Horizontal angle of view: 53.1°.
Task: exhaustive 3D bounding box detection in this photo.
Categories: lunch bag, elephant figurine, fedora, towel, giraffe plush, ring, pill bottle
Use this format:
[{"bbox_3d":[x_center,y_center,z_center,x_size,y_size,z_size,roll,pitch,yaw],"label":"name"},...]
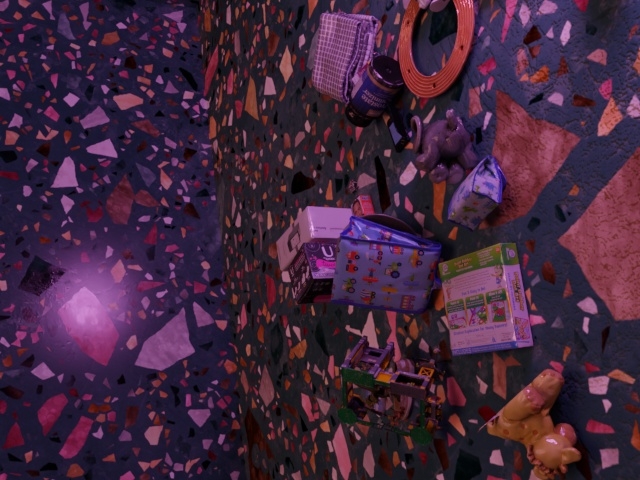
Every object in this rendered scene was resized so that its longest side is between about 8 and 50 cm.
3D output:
[{"bbox_3d":[0.194,0.085,1.769,0.138,0.293,0.221,-57,-22,-58],"label":"lunch bag"},{"bbox_3d":[0.298,-0.257,1.681,0.186,0.169,0.239,-47,25,16],"label":"elephant figurine"},{"bbox_3d":[0.382,-0.118,1.565,0.129,0.096,0.151,123,167,-48],"label":"lunch bag"},{"bbox_3d":[0.170,0.019,1.909,0.124,0.243,0.276,-77,-3,-61],"label":"fedora"},{"bbox_3d":[0.075,-0.615,2.140,0.235,0.121,0.284,42,127,55],"label":"towel"},{"bbox_3d":[0.465,0.401,1.346,0.170,0.210,0.181,48,170,21],"label":"giraffe plush"},{"bbox_3d":[0.317,-0.559,1.753,0.336,0.032,0.337,1,91,63],"label":"ring"},{"bbox_3d":[0.162,-0.450,1.966,0.219,0.122,0.123,-52,45,52],"label":"pill bottle"}]

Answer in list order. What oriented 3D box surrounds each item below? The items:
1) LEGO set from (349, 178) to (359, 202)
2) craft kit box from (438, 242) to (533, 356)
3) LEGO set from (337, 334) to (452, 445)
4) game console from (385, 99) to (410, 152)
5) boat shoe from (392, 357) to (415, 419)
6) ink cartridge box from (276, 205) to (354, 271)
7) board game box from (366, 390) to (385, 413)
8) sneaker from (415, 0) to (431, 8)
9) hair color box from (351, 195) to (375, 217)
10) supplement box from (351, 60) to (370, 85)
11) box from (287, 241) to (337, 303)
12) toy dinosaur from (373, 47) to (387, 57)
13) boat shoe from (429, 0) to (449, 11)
[{"bbox_3d":[0.111,-0.169,2.186,0.054,0.023,0.083,-52,46,52],"label":"LEGO set"},{"bbox_3d":[0.399,0.152,1.580,0.250,0.061,0.247,-27,69,61],"label":"craft kit box"},{"bbox_3d":[0.209,0.406,1.804,0.331,0.192,0.255,1,115,29],"label":"LEGO set"},{"bbox_3d":[0.215,-0.340,1.917,0.107,0.071,0.122,-52,45,52],"label":"game console"},{"bbox_3d":[0.230,0.442,1.904,0.068,0.072,0.190,17,106,63],"label":"boat shoe"},{"bbox_3d":[0.000,0.000,2.209,0.289,0.211,0.122,-45,50,54],"label":"ink cartridge box"},{"bbox_3d":[0.178,0.511,2.072,0.090,0.020,0.090,6,96,62],"label":"board game box"},{"bbox_3d":[0.265,-0.696,1.763,0.061,0.053,0.152,116,143,-46],"label":"sneaker"},{"bbox_3d":[0.146,-0.069,2.096,0.072,0.043,0.141,130,133,-54],"label":"hair color box"},{"bbox_3d":[0.149,-0.518,2.036,0.083,0.055,0.043,-43,49,27],"label":"supplement box"},{"bbox_3d":[0.042,0.100,2.080,0.163,0.247,0.142,-58,42,47],"label":"box"},{"bbox_3d":[0.185,-0.559,2.013,0.082,0.047,0.090,-100,10,-60],"label":"toy dinosaur"},{"bbox_3d":[0.322,-0.638,1.676,0.100,0.035,0.035,-38,29,62],"label":"boat shoe"}]
